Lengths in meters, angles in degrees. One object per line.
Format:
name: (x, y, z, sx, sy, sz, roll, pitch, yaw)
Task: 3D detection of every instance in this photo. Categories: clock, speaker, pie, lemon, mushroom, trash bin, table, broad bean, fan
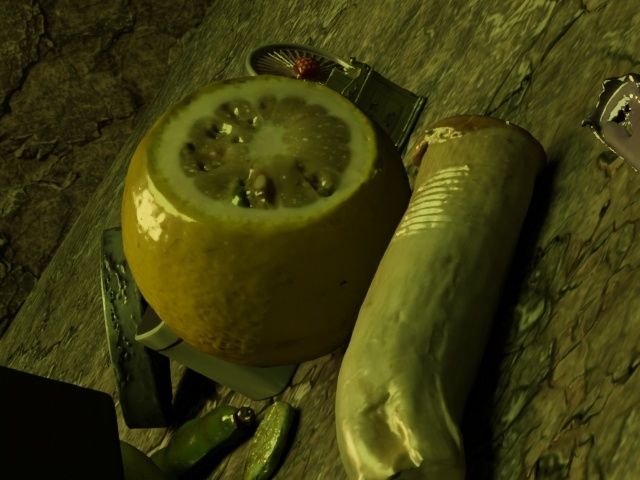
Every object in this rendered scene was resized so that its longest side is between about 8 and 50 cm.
clock: (-0.198, 0.092, 2.062, 0.226, 0.049, 0.226, -7, -90, -90)
speaker: (-0.268, 0.305, 1.612, 0.184, 0.180, 0.388, -49, 38, 34)
pie: (-0.045, 0.176, 1.666, 0.085, 0.017, 0.085, -57, 13, 20)
lemon: (-0.045, -0.002, 1.591, 0.219, 0.240, 0.240, 90, -168, -47)
mushroom: (0.079, 0.048, 1.311, 0.123, 0.095, 0.351, -26, 34, 37)
trash bin: (-0.095, 0.094, 1.777, 0.059, 0.130, 0.116, -65, 14, -16)
table: (0.040, -0.119, 1.815, 0.079, 0.083, 0.062, -63, 12, -15)
broad bean: (-0.129, 0.208, 1.860, 0.297, 0.043, 0.060, -44, 31, 49)
fan: (-0.009, -0.127, 1.972, 0.244, 0.130, 0.074, -110, 30, -55)

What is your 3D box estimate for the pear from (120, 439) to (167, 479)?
pear: (-0.206, 0.285, 1.797, 0.216, 0.166, 0.180, 39, 97, 37)

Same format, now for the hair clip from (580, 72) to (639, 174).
hair clip: (0.219, -0.025, 0.966, 0.137, 0.090, 0.278, -57, 19, 13)
